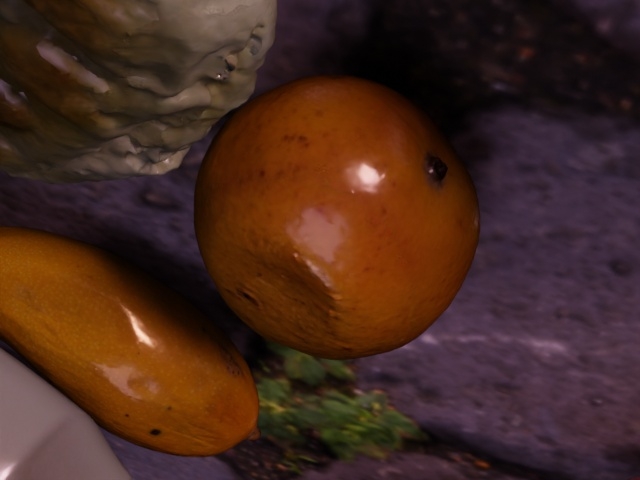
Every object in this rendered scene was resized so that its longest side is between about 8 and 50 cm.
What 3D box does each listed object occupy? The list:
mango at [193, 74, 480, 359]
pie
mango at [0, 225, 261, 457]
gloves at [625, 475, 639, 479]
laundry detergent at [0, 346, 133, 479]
[{"bbox_3d":[0.007,0.001,0.537,0.115,0.089,0.165,13,148,14],"label":"mango"},{"bbox_3d":[-0.145,-0.122,0.438,0.306,0.071,0.306,21,151,12],"label":"pie"},{"bbox_3d":[-0.109,0.049,0.679,0.190,0.075,0.098,36,141,-10],"label":"mango"},{"bbox_3d":[0.192,0.149,0.620,0.241,0.126,0.145,10,168,10],"label":"gloves"},{"bbox_3d":[-0.229,0.081,0.668,0.398,0.125,0.264,36,157,-3],"label":"laundry detergent"}]
